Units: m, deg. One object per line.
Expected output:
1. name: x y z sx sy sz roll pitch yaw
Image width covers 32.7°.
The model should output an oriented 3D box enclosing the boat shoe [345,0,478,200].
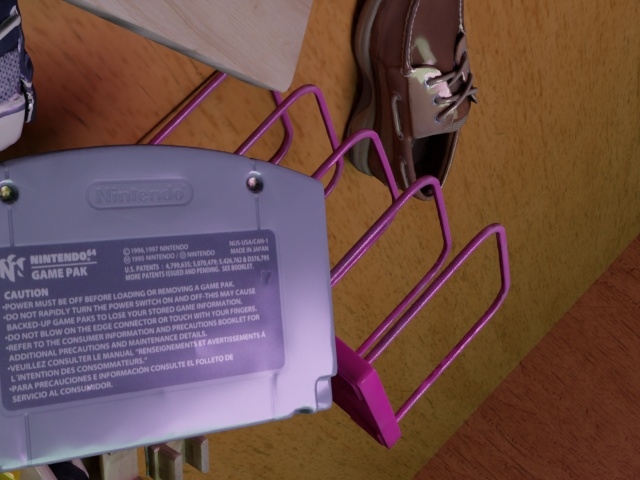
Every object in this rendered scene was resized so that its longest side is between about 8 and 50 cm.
1. boat shoe: 0.109 -0.162 1.096 0.123 0.116 0.324 -37 154 -23

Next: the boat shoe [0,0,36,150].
1. boat shoe: -0.294 -0.086 0.545 0.340 0.127 0.158 -36 148 -44

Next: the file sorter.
1. file sorter: 0.000 0.000 0.951 0.182 0.291 0.202 -47 157 -11

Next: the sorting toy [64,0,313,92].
1. sorting toy: -0.083 -0.238 0.598 0.257 0.089 0.255 13 92 -62

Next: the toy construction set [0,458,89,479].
1. toy construction set: -0.263 0.090 0.770 0.309 0.257 0.237 -50 155 -55

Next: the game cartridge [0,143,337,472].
1. game cartridge: -0.123 0.035 0.714 0.294 0.060 0.196 -4 94 -35

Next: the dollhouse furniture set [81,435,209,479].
1. dollhouse furniture set: -0.250 0.250 1.151 0.212 0.161 0.242 -25 125 -43
